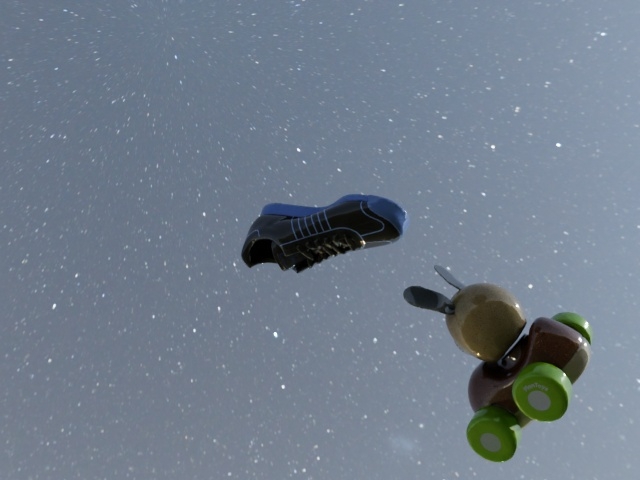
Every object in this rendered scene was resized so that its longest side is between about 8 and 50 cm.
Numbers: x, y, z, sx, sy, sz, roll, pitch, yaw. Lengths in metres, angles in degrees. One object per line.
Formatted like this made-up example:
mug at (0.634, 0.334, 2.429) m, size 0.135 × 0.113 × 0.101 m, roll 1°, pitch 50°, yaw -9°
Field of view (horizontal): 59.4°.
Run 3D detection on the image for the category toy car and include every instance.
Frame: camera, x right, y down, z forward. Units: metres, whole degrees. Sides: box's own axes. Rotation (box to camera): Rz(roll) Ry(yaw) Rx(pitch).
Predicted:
toy car at (0.177, 0.107, 0.614) m, size 0.188 × 0.155 × 0.149 m, roll 42°, pitch -56°, yaw 15°

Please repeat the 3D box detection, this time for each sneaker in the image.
sneaker at (0.000, 0.000, 0.727) m, size 0.081 × 0.232 × 0.091 m, roll 56°, pitch -135°, yaw -37°
